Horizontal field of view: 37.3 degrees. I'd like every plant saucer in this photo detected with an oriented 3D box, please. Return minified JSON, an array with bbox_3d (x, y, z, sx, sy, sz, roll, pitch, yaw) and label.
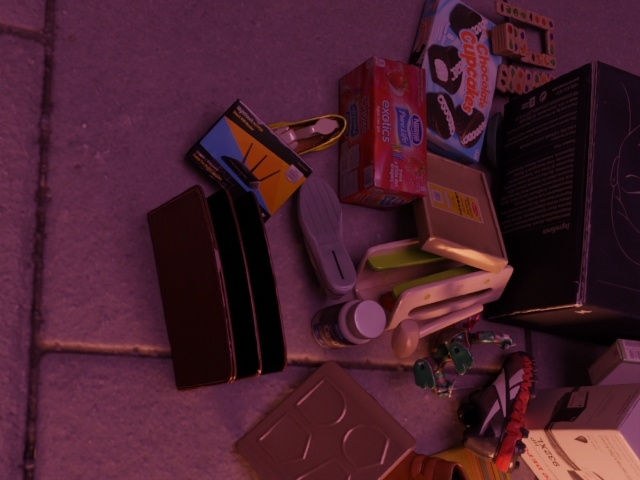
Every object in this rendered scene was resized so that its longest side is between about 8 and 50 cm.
[{"bbox_3d":[0.359,-0.207,1.956,0.119,0.021,0.119,3,90,-73],"label":"plant saucer"}]

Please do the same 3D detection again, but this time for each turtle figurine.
[{"bbox_3d":[0.257,0.213,1.766,0.118,0.175,0.234,47,19,15],"label":"turtle figurine"}]

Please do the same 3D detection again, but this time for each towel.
[{"bbox_3d":[0.254,0.440,1.775,0.237,0.021,0.102,-9,78,-31],"label":"towel"}]

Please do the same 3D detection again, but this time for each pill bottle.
[{"bbox_3d":[0.050,0.145,1.648,0.078,0.137,0.078,8,75,-29],"label":"pill bottle"}]

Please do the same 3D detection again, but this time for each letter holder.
[{"bbox_3d":[-0.144,0.071,1.503,0.152,0.214,0.302,-7,82,-32],"label":"letter holder"}]

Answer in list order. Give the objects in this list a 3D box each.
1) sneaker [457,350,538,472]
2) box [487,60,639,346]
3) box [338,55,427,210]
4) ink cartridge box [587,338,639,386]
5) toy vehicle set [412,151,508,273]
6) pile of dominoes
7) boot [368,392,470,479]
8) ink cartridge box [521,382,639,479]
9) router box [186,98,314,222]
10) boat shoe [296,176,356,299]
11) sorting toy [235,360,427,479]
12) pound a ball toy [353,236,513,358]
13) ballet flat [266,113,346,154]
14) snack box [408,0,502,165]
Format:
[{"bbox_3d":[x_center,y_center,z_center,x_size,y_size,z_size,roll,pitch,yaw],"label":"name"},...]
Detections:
[{"bbox_3d":[0.334,0.307,1.799,0.135,0.098,0.276,15,44,10],"label":"sneaker"},{"bbox_3d":[0.624,-0.039,1.905,0.479,0.297,0.472,14,73,-24],"label":"box"},{"bbox_3d":[0.116,-0.198,1.774,0.122,0.128,0.257,8,74,-29],"label":"box"},{"bbox_3d":[0.614,0.288,1.905,0.171,0.235,0.056,7,51,-17],"label":"ink cartridge box"},{"bbox_3d":[0.253,-0.061,1.792,0.166,0.035,0.267,18,39,-18],"label":"toy vehicle set"},{"bbox_3d":[0.455,-0.406,2.039,0.251,0.040,0.196,0,85,-46],"label":"pile of dominoes"},{"bbox_3d":[0.146,0.381,1.600,0.109,0.220,0.284,-10,84,-34],"label":"boot"},{"bbox_3d":[0.531,0.395,1.781,0.129,0.307,0.223,-44,102,-29],"label":"ink cartridge box"},{"bbox_3d":[-0.121,-0.136,1.631,0.179,0.046,0.133,42,93,-16],"label":"router box"},{"bbox_3d":[0.000,0.000,1.693,0.083,0.076,0.226,-4,66,-20],"label":"boat shoe"},{"bbox_3d":[0.041,0.368,1.541,0.229,0.041,0.307,-39,64,-18],"label":"sorting toy"},{"bbox_3d":[0.207,0.109,1.734,0.319,0.136,0.208,-12,49,-33],"label":"pound a ball toy"},{"bbox_3d":[-0.048,-0.184,1.703,0.231,0.077,0.077,-21,91,-33],"label":"ballet flat"},{"bbox_3d":[0.270,-0.331,1.939,0.187,0.060,0.322,26,66,-25],"label":"snack box"}]
